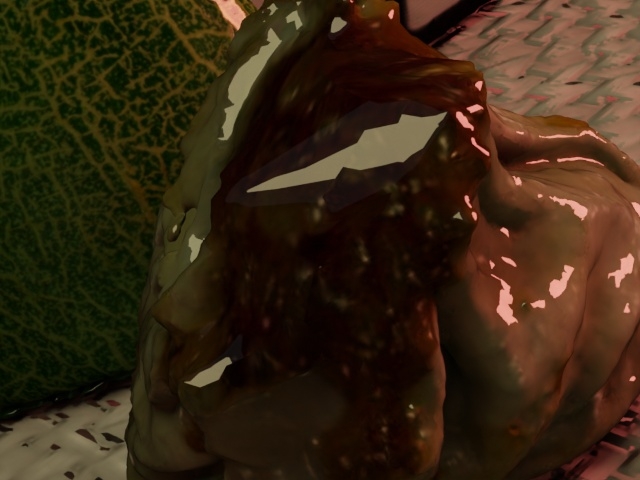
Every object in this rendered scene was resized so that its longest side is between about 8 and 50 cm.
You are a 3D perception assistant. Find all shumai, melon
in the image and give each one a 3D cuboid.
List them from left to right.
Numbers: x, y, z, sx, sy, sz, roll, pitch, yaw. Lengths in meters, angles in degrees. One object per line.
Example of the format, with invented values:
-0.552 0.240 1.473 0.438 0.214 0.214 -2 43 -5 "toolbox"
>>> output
-0.141 -0.036 0.631 0.265 0.169 0.129 -6 34 34 "melon"
-0.004 -0.001 0.493 0.184 0.142 0.184 -16 30 10 "shumai"

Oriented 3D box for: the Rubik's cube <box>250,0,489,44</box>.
-0.072 -0.224 0.784 0.288 0.293 0.283 -35 27 -23 "Rubik's cube"
